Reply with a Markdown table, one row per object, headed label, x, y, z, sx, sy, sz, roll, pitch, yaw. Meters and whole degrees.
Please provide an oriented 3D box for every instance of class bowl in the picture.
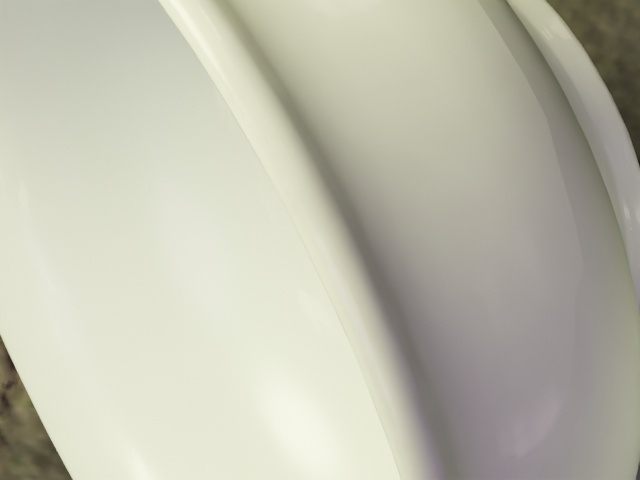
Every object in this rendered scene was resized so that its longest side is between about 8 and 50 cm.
| label | x | y | z | sx | sy | sz | roll | pitch | yaw |
| --- | --- | --- | --- | --- | --- | --- | --- | --- | --- |
| bowl | 0.000 | 0.000 | 0.487 | 0.134 | 0.298 | 0.298 | -26 | 105 | -23 |

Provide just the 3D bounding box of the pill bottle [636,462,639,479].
| label | x | y | z | sx | sy | sz | roll | pitch | yaw |
| --- | --- | --- | --- | --- | --- | --- | --- | --- | --- |
| pill bottle | 0.277 | 0.094 | 0.471 | 0.361 | 0.204 | 0.204 | 9 | 108 | -6 |
